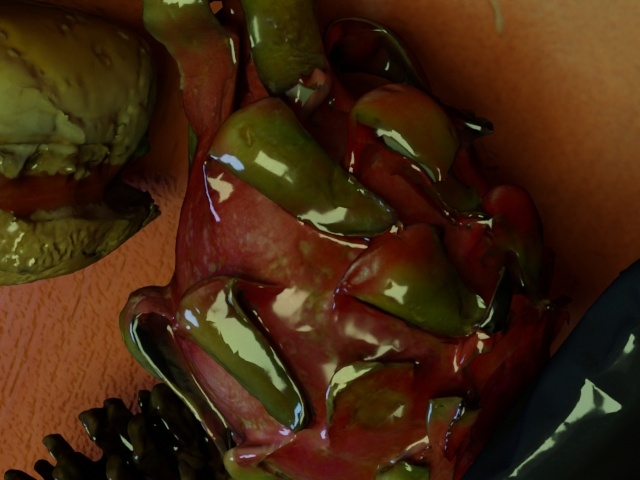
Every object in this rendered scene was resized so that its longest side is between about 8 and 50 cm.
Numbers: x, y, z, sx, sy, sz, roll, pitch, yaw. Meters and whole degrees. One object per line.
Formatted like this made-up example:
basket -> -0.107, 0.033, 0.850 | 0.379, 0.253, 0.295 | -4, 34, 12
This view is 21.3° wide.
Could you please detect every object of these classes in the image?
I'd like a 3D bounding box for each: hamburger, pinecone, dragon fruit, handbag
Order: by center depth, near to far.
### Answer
handbag -> 0.184, 0.057, 0.870 | 0.089, 0.254, 0.211 | 49, 119, 23
dragon fruit -> 0.017, 0.003, 0.923 | 0.243, 0.227, 0.307 | 9, 97, 11
hamburger -> -0.206, -0.064, 0.959 | 0.244, 0.244, 0.163 | 3, 103, 17
pinecone -> -0.107, 0.187, 1.052 | 0.212, 0.168, 0.186 | -20, 96, 23
